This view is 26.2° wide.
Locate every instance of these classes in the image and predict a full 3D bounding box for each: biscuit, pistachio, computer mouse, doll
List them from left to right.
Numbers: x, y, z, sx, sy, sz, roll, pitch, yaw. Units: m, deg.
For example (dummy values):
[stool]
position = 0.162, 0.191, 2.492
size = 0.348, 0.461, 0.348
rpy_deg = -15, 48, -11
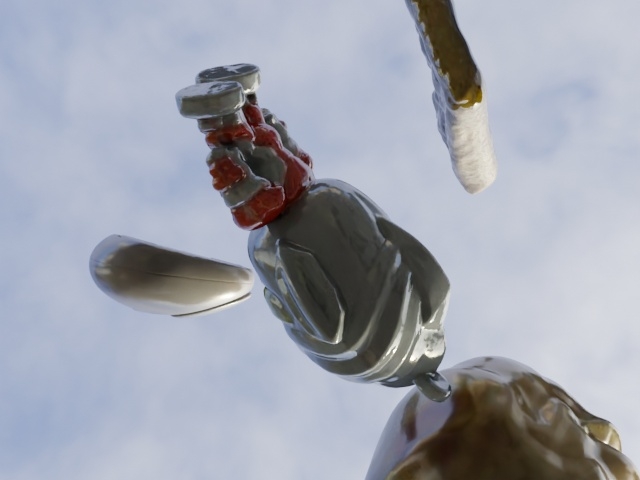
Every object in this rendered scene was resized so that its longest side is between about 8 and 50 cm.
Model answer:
[computer mouse]
position = -0.084, 0.024, 0.773
size = 0.096, 0.066, 0.039
rpy_deg = 15, -91, -37
[doll]
position = 0.000, 0.000, 0.604
size = 0.079, 0.094, 0.180
rpy_deg = -31, -80, 24
[biscuit]
position = 0.093, -0.137, 1.050
size = 0.039, 0.183, 0.174
rpy_deg = -20, -117, 2
[pistachio]
position = 0.087, 0.146, 0.702
size = 0.144, 0.215, 0.144
rpy_deg = -2, -135, 2
